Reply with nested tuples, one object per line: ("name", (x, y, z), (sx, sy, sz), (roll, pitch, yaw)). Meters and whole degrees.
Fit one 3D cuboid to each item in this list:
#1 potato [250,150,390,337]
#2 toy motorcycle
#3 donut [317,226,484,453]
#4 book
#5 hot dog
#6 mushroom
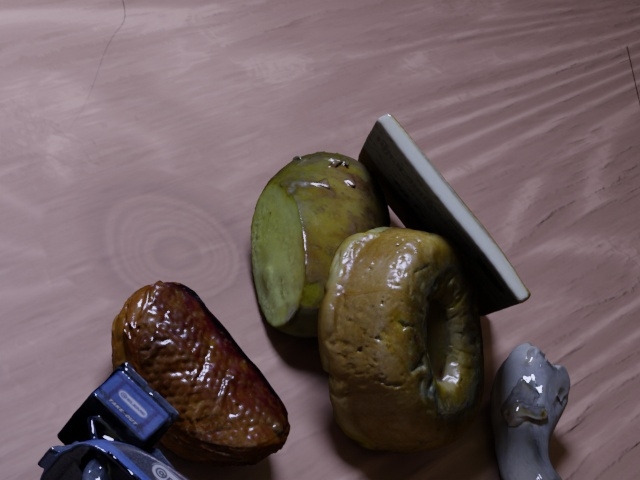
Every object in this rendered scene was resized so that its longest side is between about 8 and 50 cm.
("potato", (0.000, 0.000, 2.265), (0.176, 0.141, 0.298), (27, 35, -10))
("toy motorcycle", (-0.118, 0.294, 1.828), (0.358, 0.125, 0.212), (44, 32, 2))
("donut", (0.094, 0.116, 2.152), (0.208, 0.128, 0.262), (-21, 104, -52))
("book", (0.143, -0.022, 2.290), (0.269, 0.032, 0.389), (52, -4, 3))
("hot dog", (-0.128, 0.149, 2.006), (0.227, 0.099, 0.160), (50, 35, 12))
("mushroom", (0.256, 0.240, 2.286), (0.096, 0.099, 0.278), (14, 44, -12))
